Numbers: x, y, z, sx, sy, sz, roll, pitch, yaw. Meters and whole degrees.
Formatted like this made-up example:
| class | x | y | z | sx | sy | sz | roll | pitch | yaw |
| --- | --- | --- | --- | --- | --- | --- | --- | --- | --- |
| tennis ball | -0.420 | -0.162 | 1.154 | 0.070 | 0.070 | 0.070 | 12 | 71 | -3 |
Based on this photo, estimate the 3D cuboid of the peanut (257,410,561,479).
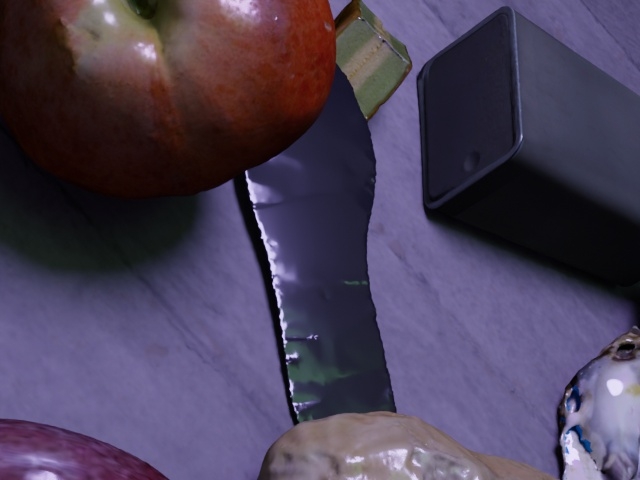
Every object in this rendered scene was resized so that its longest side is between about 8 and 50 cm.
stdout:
| class | x | y | z | sx | sy | sz | roll | pitch | yaw |
| --- | --- | --- | --- | --- | --- | --- | --- | --- | --- |
| peanut | 0.088 | 0.197 | 1.045 | 0.290 | 0.130 | 0.130 | 23 | 50 | -32 |

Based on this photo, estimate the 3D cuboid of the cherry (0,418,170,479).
| class | x | y | z | sx | sy | sz | roll | pitch | yaw |
| --- | --- | --- | --- | --- | --- | --- | --- | --- | --- |
| cherry | -0.174 | 0.200 | 0.759 | 0.300 | 0.203 | 0.230 | 14 | 56 | -18 |

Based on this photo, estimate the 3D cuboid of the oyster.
| class | x | y | z | sx | sy | sz | roll | pitch | yaw |
| --- | --- | --- | --- | --- | --- | --- | --- | --- | --- |
| oyster | 0.287 | 0.181 | 1.225 | 0.223 | 0.214 | 0.083 | -53 | 145 | -24 |

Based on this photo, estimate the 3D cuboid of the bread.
| class | x | y | z | sx | sy | sz | roll | pitch | yaw |
| --- | --- | --- | --- | --- | --- | --- | --- | --- | --- |
| bread | 0.027 | -0.154 | 1.305 | 0.074 | 0.084 | 0.139 | 42 | 12 | -11 |

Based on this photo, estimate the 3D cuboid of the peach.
| class | x | y | z | sx | sy | sz | roll | pitch | yaw |
| --- | --- | --- | --- | --- | --- | --- | --- | --- | --- |
| peach | -0.107 | -0.135 | 1.039 | 0.232 | 0.257 | 0.232 | -1 | 78 | 3 |

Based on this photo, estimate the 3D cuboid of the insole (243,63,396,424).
| class | x | y | z | sx | sy | sz | roll | pitch | yaw |
| --- | --- | --- | --- | --- | --- | --- | --- | --- | --- |
| insole | 0.000 | 0.000 | 1.157 | 0.119 | 0.009 | 0.348 | 3 | 65 | -26 |

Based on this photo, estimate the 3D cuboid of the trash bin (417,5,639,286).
| class | x | y | z | sx | sy | sz | roll | pitch | yaw |
| --- | --- | --- | --- | --- | --- | --- | --- | --- | --- |
| trash bin | 0.217 | -0.072 | 1.343 | 0.240 | 0.122 | 0.164 | 25 | 50 | -30 |
